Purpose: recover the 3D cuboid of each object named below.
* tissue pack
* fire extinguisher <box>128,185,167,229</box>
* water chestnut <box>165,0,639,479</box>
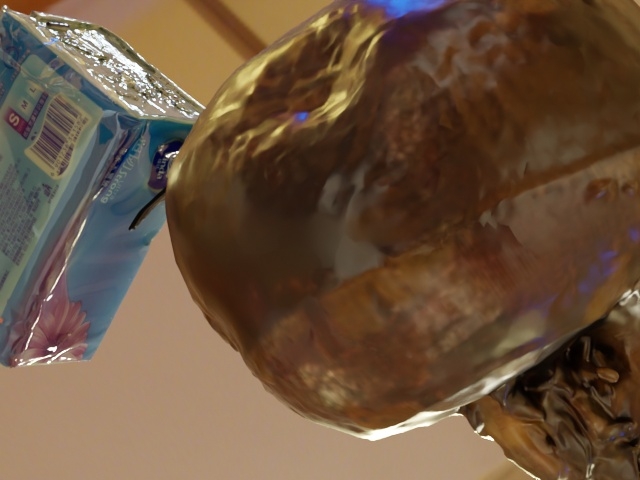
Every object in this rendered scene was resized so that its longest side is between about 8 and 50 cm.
[{"bbox_3d":[-0.240,-0.047,1.364,0.198,0.146,0.263,39,-70,29],"label":"tissue pack"},{"bbox_3d":[0.000,0.000,1.324,0.344,0.102,0.138,16,-103,-25],"label":"fire extinguisher"},{"bbox_3d":[0.054,0.001,0.624,0.224,0.223,0.238,-28,-97,-9],"label":"water chestnut"}]
